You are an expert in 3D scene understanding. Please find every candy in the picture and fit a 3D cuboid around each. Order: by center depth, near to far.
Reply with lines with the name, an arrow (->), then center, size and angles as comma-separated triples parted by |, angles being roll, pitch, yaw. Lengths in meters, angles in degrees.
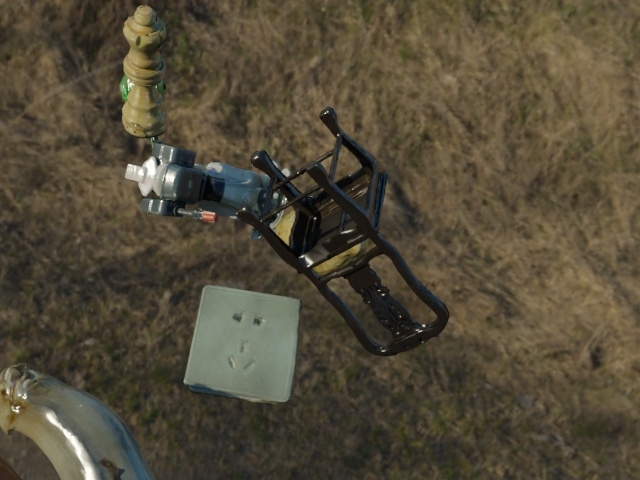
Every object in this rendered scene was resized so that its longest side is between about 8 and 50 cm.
candy -> -0.340, -0.209, 1.882 | 0.097, 0.097, 0.323 | -4, 71, -30

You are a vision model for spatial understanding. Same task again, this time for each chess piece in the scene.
chess piece -> -0.205, -0.200, 1.094 | 0.060, 0.172, 0.060 | 6, 49, -7

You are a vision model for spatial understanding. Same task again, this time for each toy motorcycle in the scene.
toy motorcycle -> -0.124, -0.061, 1.129 | 0.150, 0.102, 0.221 | 18, 6, 37

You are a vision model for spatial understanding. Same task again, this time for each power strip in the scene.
power strip -> -0.138, 0.197, 1.722 | 0.199, 0.064, 0.213 | 10, 67, -4

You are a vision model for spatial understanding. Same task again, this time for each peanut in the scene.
peanut -> 0.000, 0.000, 1.548 | 0.098, 0.103, 0.229 | -32, 27, -24

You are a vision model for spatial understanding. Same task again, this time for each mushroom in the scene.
mushroom -> -0.339, 0.341, 1.362 | 0.177, 0.126, 0.397 | -30, 76, 0

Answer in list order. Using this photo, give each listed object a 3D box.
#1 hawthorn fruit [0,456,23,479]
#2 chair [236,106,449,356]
hawthorn fruit -> -0.581, 0.440, 1.436 | 0.311, 0.294, 0.295 | 24, 32, 33
chair -> 0.032, -0.001, 0.938 | 0.229, 0.106, 0.113 | 47, 32, -25
